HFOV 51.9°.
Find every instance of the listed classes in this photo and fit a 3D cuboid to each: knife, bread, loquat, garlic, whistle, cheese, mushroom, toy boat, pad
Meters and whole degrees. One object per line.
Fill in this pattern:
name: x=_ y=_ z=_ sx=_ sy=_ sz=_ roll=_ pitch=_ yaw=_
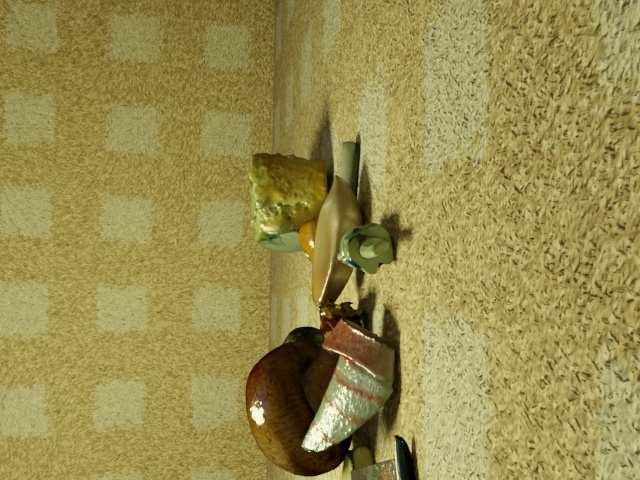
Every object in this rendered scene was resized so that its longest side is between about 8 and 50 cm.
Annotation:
knife: x=0.067 y=-0.116 z=1.648 sx=0.073 sy=0.040 sz=0.266 roll=-83 pitch=-4 yaw=-78
bread: x=-0.109 y=-0.089 z=2.062 sx=0.395 sy=0.239 sz=0.264 roll=116 pitch=154 yaw=-72
loquat: x=0.000 y=0.000 z=1.832 sx=0.137 sy=0.113 sz=0.137 roll=14 pitch=107 yaw=54
garlic: x=0.037 y=0.012 z=1.549 sx=0.143 sy=0.112 sz=0.318 roll=27 pitch=101 yaw=66
whistle: x=0.094 y=0.016 z=1.320 sx=0.092 sy=0.110 sz=0.244 roll=60 pitch=171 yaw=-6
cheese: x=0.074 y=0.561 z=1.480 sx=0.251 sy=0.054 sz=0.127 roll=103 pitch=164 yaw=-51
mushroom: x=-0.002 y=0.351 z=1.534 sx=0.334 sy=0.356 sz=0.331 roll=60 pitch=175 yaw=10
toy boat: x=0.045 y=0.311 z=1.313 sx=0.206 sy=0.096 sz=0.282 roll=29 pitch=94 yaw=46
pad: x=0.110 y=0.503 z=1.268 sx=0.211 sy=0.003 sz=0.143 roll=135 pitch=137 yaw=-54

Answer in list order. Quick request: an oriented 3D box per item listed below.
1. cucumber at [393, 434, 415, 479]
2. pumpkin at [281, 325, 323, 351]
cucumber: x=0.149 y=0.430 z=1.132 sx=0.036 sy=0.033 sz=0.184 roll=-27 pitch=59 yaw=50
pumpkin: x=-0.043 y=0.357 z=1.857 sx=0.238 sy=0.159 sz=0.238 roll=-174 pitch=90 yaw=-82
